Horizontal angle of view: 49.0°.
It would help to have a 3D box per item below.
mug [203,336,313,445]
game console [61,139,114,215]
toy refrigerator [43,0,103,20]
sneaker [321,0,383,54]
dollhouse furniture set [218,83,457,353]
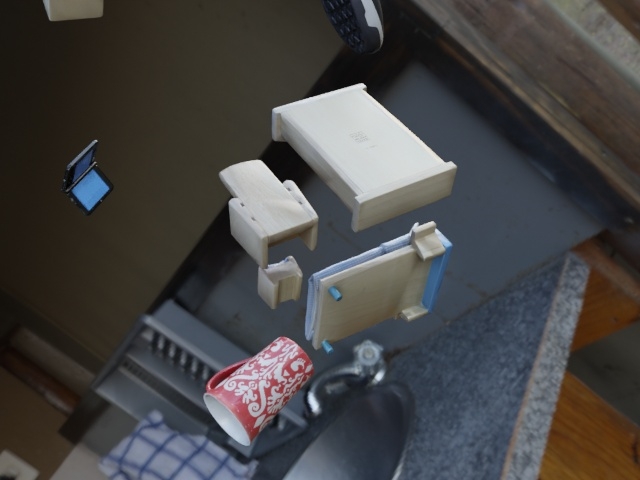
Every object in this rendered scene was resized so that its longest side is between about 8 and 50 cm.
[{"bbox_3d":[-0.114,0.243,1.216,0.169,0.150,0.113,-39,-28,-28],"label":"mug"},{"bbox_3d":[-0.487,-0.134,1.491,0.107,0.071,0.122,-61,4,39],"label":"game console"},{"bbox_3d":[-0.445,-0.525,1.244,0.102,0.094,0.269,-14,-23,-24],"label":"toy refrigerator"},{"bbox_3d":[0.039,-0.309,0.703,0.097,0.235,0.084,-19,3,-12],"label":"sneaker"},{"bbox_3d":[0.000,0.000,0.918,0.286,0.198,0.303,-21,-41,-24],"label":"dollhouse furniture set"}]
